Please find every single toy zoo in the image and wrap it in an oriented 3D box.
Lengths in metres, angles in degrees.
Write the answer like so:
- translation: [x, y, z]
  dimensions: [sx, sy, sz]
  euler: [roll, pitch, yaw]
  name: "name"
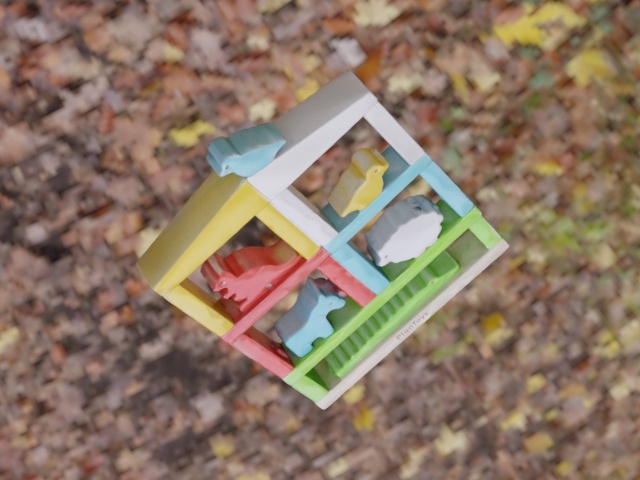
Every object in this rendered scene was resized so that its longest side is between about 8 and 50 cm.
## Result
- translation: [0.000, 0.000, 1.198]
  dimensions: [0.192, 0.030, 0.293]
  euler: [-42, 143, 6]
  name: "toy zoo"
